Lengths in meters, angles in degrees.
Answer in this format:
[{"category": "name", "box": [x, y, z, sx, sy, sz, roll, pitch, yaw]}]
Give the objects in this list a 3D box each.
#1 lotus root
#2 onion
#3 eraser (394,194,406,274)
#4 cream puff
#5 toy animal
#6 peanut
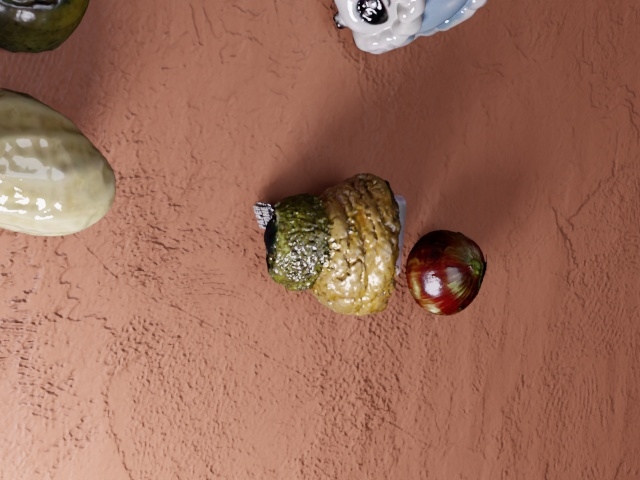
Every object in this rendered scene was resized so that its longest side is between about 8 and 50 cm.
[{"category": "lotus root", "box": [-0.316, -0.305, 1.501, 0.183, 0.078, 0.204, -5, 98, -36]}, {"category": "onion", "box": [0.164, 0.040, 1.882, 0.118, 0.118, 0.117, 35, 43, -34]}, {"category": "eraser", "box": [0.081, -0.009, 1.836, 0.026, 0.065, 0.105, 1, 95, -35]}, {"category": "cream puff", "box": [0.000, 0.000, 1.738, 0.169, 0.183, 0.183, 3, 95, -13]}, {"category": "toy animal", "box": [0.110, -0.348, 1.758, 0.204, 0.156, 0.208, -23, 105, -36]}, {"category": "peanut", "box": [-0.361, -0.089, 1.456, 0.313, 0.152, 0.152, 10, 90, -33]}]
